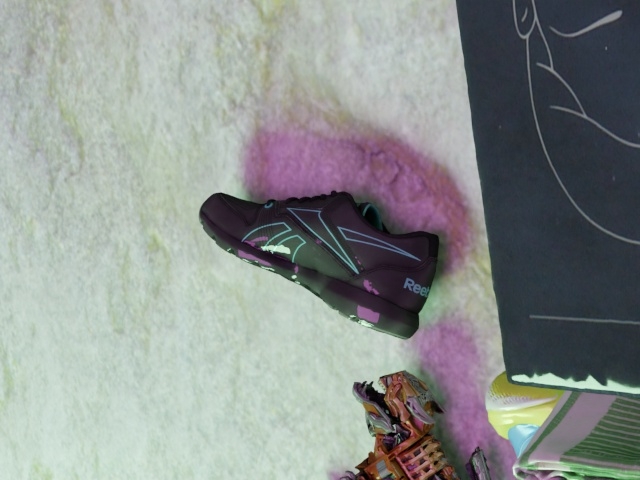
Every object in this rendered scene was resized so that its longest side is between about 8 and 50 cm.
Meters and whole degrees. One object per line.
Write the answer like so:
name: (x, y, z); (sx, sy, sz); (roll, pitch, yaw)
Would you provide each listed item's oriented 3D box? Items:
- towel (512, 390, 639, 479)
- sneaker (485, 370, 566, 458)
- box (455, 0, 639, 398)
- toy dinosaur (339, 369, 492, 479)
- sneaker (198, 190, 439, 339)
towel: (0.326, 0.112, 0.915); (0.324, 0.248, 0.038); (-5, 115, 38)
sneaker: (0.263, 0.162, 1.084); (0.240, 0.091, 0.126); (-3, 118, 36)
box: (0.344, -0.153, 0.756); (0.480, 0.297, 0.472); (1, 101, 49)
toy dinosaur: (0.071, 0.293, 1.210); (0.218, 0.164, 0.322); (-14, 71, 21)
sneaker: (0.000, 0.000, 1.232); (0.267, 0.101, 0.106); (26, 93, 29)
